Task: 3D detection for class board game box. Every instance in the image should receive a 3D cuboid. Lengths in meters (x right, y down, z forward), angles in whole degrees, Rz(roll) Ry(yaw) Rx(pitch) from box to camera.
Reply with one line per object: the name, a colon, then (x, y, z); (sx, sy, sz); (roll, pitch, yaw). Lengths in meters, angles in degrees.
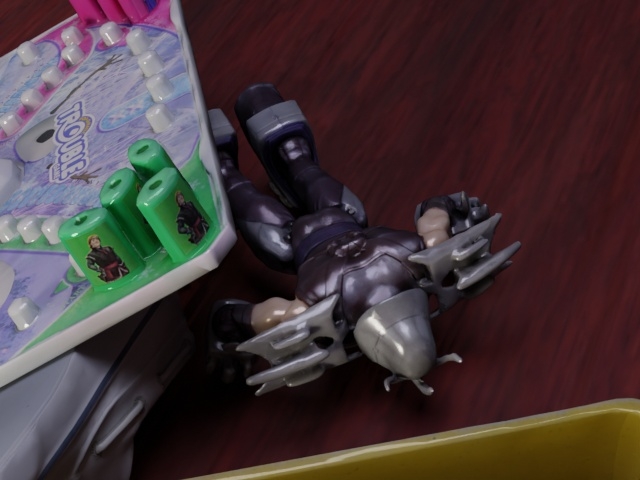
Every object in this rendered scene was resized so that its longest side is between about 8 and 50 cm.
board game box: (-0.252, -0.017, 0.829); (0.390, 0.050, 0.390); (-29, 32, 6)

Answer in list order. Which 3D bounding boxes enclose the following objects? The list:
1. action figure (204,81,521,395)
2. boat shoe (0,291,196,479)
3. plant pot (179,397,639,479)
action figure: (0.000, 0.000, 0.797); (0.185, 0.099, 0.285); (-18, 39, -19)
boat shoe: (-0.130, 0.101, 0.697); (0.095, 0.084, 0.258); (-16, 25, 36)
plant pot: (0.030, 0.202, 0.409); (0.212, 0.187, 0.212); (-10, 42, -5)
